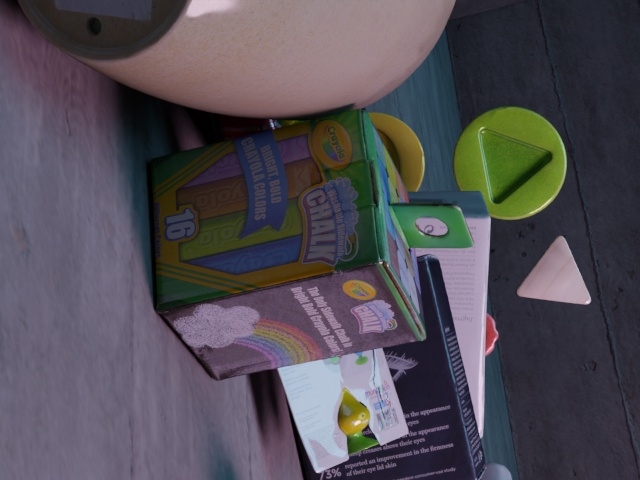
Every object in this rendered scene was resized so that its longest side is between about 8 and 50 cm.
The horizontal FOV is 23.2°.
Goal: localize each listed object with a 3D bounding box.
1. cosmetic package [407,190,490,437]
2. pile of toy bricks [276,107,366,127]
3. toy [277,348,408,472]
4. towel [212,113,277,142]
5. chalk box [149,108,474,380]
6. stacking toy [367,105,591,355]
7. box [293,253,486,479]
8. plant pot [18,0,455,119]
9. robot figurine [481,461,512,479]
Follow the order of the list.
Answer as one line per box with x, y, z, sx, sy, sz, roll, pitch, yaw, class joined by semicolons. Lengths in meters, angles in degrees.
0.103;0.070;1.625;0.224;0.138;0.224;-64;154;-82;cosmetic package
-0.022;-0.106;1.491;0.105;0.118;0.212;46;3;31;pile of toy bricks
-0.016;0.073;1.320;0.137;0.056;0.237;-14;80;-51;toy
-0.079;-0.185;1.241;0.199;0.031;0.275;-163;-121;-77;towel
0.000;0.000;1.119;0.132;0.213;0.132;61;20;-58;chalk box
0.160;-0.012;1.847;0.130;0.279;0.309;47;31;-87;stacking toy
0.053;0.128;1.414;0.108;0.153;0.207;6;73;-79;box
-0.070;-0.187;0.992;0.274;0.256;0.256;-27;105;-65;plant pot
0.169;0.387;1.585;0.300;0.200;0.353;49;23;-26;robot figurine
